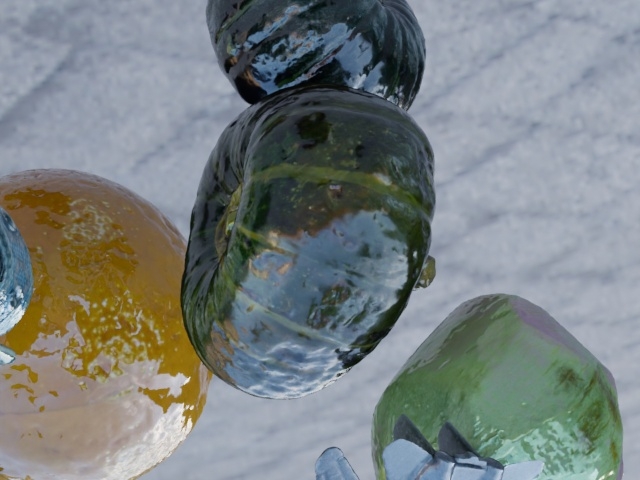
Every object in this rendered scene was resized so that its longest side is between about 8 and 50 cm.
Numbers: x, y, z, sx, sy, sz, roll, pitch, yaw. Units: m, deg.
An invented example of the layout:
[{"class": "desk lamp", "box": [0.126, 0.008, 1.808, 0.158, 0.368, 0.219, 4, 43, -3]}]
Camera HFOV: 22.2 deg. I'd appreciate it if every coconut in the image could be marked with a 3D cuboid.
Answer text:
[{"class": "coconut", "box": [0.153, 0.159, 1.338, 0.235, 0.236, 0.204, -2, 161, -33]}]

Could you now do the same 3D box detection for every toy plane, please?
[{"class": "toy plane", "box": [0.042, 0.251, 1.103, 0.212, 0.088, 0.267, 14, 105, -38]}]

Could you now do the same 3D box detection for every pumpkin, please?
[{"class": "pumpkin", "box": [0.003, 0.000, 1.299, 0.189, 0.260, 0.260, 15, 151, -18]}, {"class": "pumpkin", "box": [-0.004, -0.187, 1.488, 0.162, 0.221, 0.220, -33, 155, 26]}]

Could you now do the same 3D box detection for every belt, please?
[{"class": "belt", "box": [-0.321, 0.015, 1.360, 0.163, 0.148, 0.082, 12, 169, 14]}]

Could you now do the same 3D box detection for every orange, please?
[{"class": "orange", "box": [-0.252, 0.094, 1.670, 0.293, 0.341, 0.340, -5, 160, -11]}]
